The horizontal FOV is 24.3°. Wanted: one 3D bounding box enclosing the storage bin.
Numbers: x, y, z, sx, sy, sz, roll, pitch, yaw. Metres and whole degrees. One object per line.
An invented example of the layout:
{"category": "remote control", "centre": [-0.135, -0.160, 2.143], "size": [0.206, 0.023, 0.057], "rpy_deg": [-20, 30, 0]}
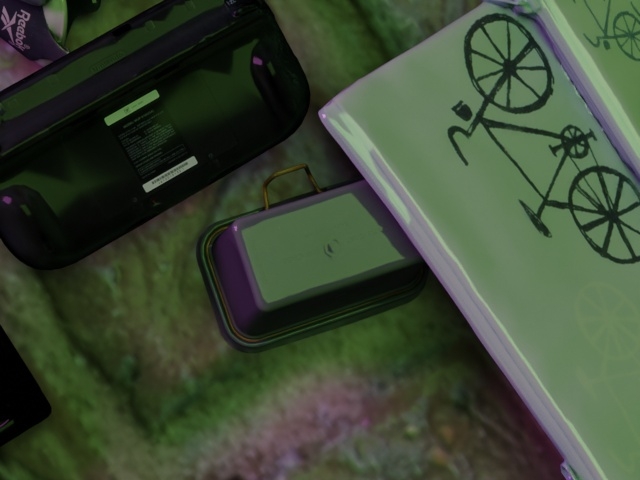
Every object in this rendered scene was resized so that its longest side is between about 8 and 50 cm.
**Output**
{"category": "storage bin", "centre": [0.000, 0.000, 0.872], "size": [0.135, 0.091, 0.098], "rpy_deg": [-17, 83, -11]}

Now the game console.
{"category": "game console", "centre": [-0.165, -0.015, 0.839], "size": [0.361, 0.044, 0.213], "rpy_deg": [-31, 109, -11]}

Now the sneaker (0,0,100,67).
{"category": "sneaker", "centre": [-0.213, -0.154, 0.866], "size": [0.235, 0.094, 0.153], "rpy_deg": [-25, 76, -21]}

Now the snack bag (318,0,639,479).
{"category": "snack bag", "centre": [0.198, -0.033, 0.885], "size": [0.342, 0.037, 0.323], "rpy_deg": [-33, 87, -30]}
